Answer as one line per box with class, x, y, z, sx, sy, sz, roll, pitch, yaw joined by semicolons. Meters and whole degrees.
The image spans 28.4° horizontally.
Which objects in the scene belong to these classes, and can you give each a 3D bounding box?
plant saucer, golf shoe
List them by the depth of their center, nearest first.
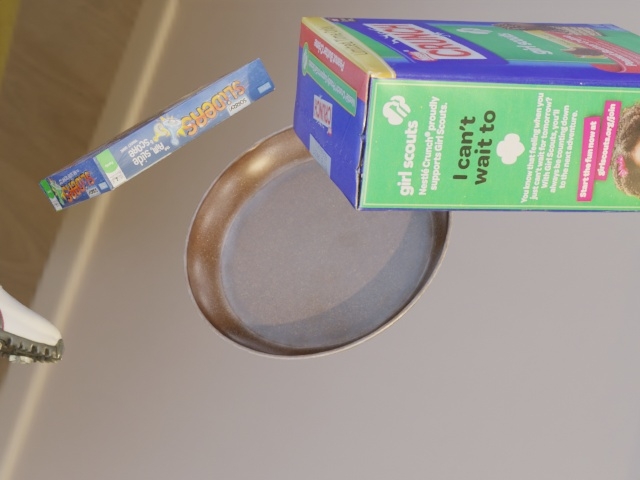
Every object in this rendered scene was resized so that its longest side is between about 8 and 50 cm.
golf shoe;-0.360;0.031;1.230;0.273;0.105;0.120;30;69;-18
plant saucer;0.000;0.000;1.399;0.311;0.310;0.050;-69;150;-24

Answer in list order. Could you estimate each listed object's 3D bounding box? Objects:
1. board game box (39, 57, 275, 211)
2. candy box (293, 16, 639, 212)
board game box;-0.154;-0.099;1.191;0.201;0.136;0.035;-36;102;-31
candy box;0.154;-0.115;1.093;0.268;0.317;0.122;-122;-147;-67
